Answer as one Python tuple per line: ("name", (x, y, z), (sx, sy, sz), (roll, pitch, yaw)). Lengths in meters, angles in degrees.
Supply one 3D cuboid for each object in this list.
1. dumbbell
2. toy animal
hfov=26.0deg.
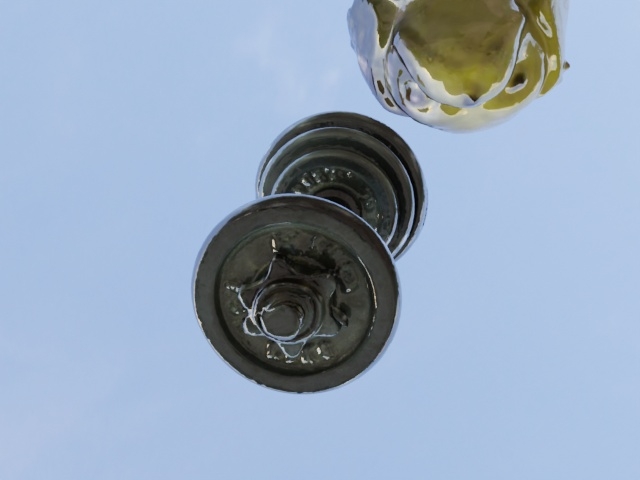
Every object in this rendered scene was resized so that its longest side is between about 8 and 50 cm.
("dumbbell", (0.000, 0.000, 1.261), (0.179, 0.406, 0.179), (3, -71, 9))
("toy animal", (0.025, -0.155, 0.649), (0.233, 0.168, 0.121), (33, -135, 6))
